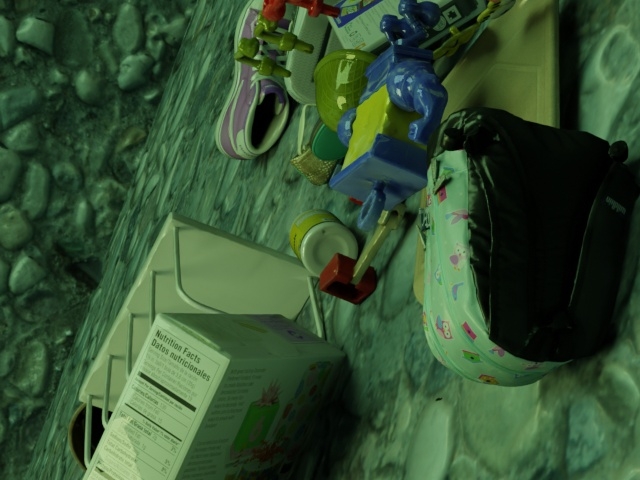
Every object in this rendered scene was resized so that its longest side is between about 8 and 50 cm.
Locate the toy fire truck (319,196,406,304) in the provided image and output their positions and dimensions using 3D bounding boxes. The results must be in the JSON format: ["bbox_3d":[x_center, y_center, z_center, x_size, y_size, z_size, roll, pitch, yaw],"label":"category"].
[{"bbox_3d":[0.065,-0.039,1.445,0.192,0.047,0.135,-53,21,40],"label":"toy fire truck"}]

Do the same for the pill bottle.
[{"bbox_3d":[0.000,0.000,1.578,0.065,0.065,0.116,-65,15,7],"label":"pill bottle"}]

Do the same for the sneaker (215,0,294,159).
[{"bbox_3d":[-0.074,-0.260,2.156,0.161,0.102,0.282,-177,98,-70],"label":"sneaker"}]

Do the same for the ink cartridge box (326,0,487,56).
[{"bbox_3d":[0.113,-0.268,1.539,0.208,0.045,0.206,-33,23,7],"label":"ink cartridge box"}]

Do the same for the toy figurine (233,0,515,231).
[{"bbox_3d":[0.028,-0.109,1.268,0.362,0.191,0.217,148,133,-64],"label":"toy figurine"}]

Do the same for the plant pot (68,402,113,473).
[{"bbox_3d":[-0.250,0.234,1.940,0.167,0.167,0.165,-60,10,24],"label":"plant pot"}]

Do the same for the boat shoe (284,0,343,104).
[{"bbox_3d":[0.017,-0.351,1.905,0.335,0.121,0.119,-67,19,8],"label":"boat shoe"}]

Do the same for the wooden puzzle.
[{"bbox_3d":[0.153,-0.084,1.237,0.221,0.044,0.238,-52,26,44],"label":"wooden puzzle"}]

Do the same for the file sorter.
[{"bbox_3d":[-0.139,0.150,1.608,0.277,0.193,0.173,-60,20,25],"label":"file sorter"}]

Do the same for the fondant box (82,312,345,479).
[{"bbox_3d":[-0.128,0.236,1.382,0.238,0.096,0.330,7,-68,-63],"label":"fondant box"}]

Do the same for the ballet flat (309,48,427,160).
[{"bbox_3d":[0.056,-0.173,1.622,0.203,0.074,0.074,-46,25,39],"label":"ballet flat"}]

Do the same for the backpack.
[{"bbox_3d":[0.139,0.011,0.985,0.115,0.152,0.182,132,143,-64],"label":"backpack"}]

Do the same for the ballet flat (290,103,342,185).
[{"bbox_3d":[0.017,-0.172,1.756,0.206,0.067,0.073,-70,14,-9],"label":"ballet flat"}]
